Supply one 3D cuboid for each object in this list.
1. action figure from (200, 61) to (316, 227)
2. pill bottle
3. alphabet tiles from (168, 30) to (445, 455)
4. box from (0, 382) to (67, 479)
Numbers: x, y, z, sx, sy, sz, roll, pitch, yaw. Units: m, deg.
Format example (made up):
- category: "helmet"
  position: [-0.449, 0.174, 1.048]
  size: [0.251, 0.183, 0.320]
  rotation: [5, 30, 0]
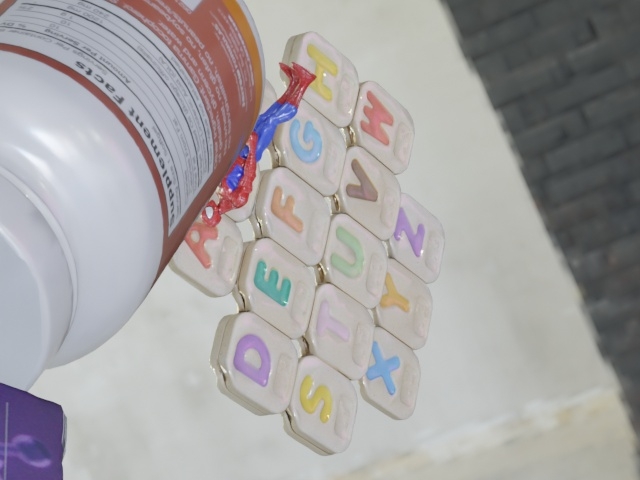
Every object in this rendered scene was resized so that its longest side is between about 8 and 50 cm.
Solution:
- category: "action figure"
  position: [-0.044, -0.059, 1.217]
  size: [0.115, 0.030, 0.038]
  rotation: [-63, 26, -6]
- category: "pill bottle"
  position: [-0.104, -0.028, 0.708]
  size: [0.121, 0.121, 0.216]
  rotation: [-22, 20, 25]
- category: "alphabet tiles"
  position: [0.000, 0.000, 1.366]
  size: [0.021, 0.278, 0.284]
  rotation: [-11, 55, 39]
- category: "box"
  position: [-0.174, 0.089, 0.465]
  size: [0.108, 0.207, 0.153]
  rotation: [-53, 27, 27]
